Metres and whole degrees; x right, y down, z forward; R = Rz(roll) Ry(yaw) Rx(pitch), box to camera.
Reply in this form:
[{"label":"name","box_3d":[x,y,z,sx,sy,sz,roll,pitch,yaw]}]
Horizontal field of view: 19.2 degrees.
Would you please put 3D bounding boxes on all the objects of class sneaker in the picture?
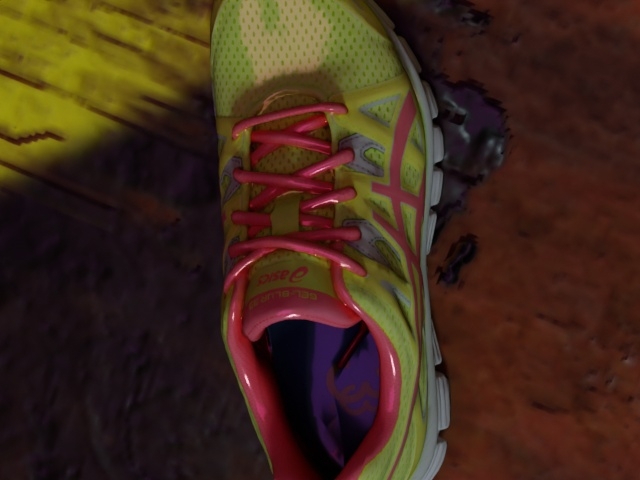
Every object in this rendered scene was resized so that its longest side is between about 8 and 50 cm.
[{"label":"sneaker","box_3d":[0.000,0.000,0.656,0.081,0.094,0.208,-11,93,18]}]
